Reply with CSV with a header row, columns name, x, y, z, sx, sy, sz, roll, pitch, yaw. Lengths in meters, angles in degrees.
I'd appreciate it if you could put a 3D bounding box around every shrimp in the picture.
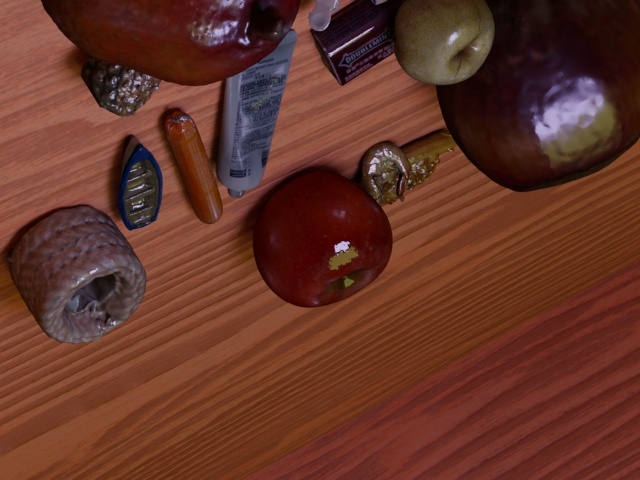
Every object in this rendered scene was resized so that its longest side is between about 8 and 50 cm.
name,x,y,z,sx,sy,sz,roll,pitch,yaw
shrimp,0.127,-0.111,2.384,0.095,0.045,0.162,-10,109,-22

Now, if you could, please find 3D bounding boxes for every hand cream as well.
name,x,y,z,sx,sy,sz,roll,pitch,yaw
hand cream,-0.118,-0.198,2.016,0.124,0.078,0.340,-18,143,-28

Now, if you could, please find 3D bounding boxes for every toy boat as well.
name,x,y,z,sx,sy,sz,roll,pitch,yaw
toy boat,-0.295,-0.095,1.991,0.080,0.046,0.229,-24,153,-18

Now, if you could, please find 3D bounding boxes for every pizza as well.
name,x,y,z,sx,sy,sz,roll,pitch,yaw
pizza,0.158,-0.130,2.451,0.271,0.056,0.134,-28,146,-9

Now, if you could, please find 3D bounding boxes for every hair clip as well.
name,x,y,z,sx,sy,sz,roll,pitch,yaw
hair clip,0.020,-0.399,1.803,0.226,0.034,0.072,106,7,-55

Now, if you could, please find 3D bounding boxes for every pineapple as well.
name,x,y,z,sx,sy,sz,roll,pitch,yaw
pineapple,-0.241,-0.264,1.706,0.197,0.108,0.108,-47,153,5

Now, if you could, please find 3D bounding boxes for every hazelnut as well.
name,x,y,z,sx,sy,sz,roll,pitch,yaw
hazelnut,0.399,-0.293,2.128,0.421,0.352,0.421,-6,133,-7

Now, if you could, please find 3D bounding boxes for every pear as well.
name,x,y,z,sx,sy,sz,roll,pitch,yaw
pear,0.188,-0.322,1.899,0.167,0.136,0.167,-25,147,-17

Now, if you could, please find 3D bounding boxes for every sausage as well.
name,x,y,z,sx,sy,sz,roll,pitch,yaw
sausage,-0.207,-0.116,2.049,0.053,0.053,0.348,-29,154,-9

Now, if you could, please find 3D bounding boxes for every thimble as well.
name,x,y,z,sx,sy,sz,roll,pitch,yaw
thimble,-0.396,0.056,2.030,0.196,0.148,0.229,-36,157,1

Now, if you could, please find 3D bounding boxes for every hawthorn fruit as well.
name,x,y,z,sx,sy,sz,roll,pitch,yaw
hawthorn fruit,-0.175,-0.322,1.466,0.311,0.295,0.295,19,138,-5

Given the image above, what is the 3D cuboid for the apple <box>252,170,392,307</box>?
name,x,y,z,sx,sy,sz,roll,pitch,yaw
apple,0.000,0.000,2.308,0.260,0.216,0.260,-27,156,-14

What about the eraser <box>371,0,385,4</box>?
name,x,y,z,sx,sy,sz,roll,pitch,yaw
eraser,0.202,-0.475,1.854,0.290,0.087,0.171,-26,159,-17

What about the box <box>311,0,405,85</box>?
name,x,y,z,sx,sy,sz,roll,pitch,yaw
box,0.101,-0.349,1.985,0.224,0.069,0.120,-31,154,-1
